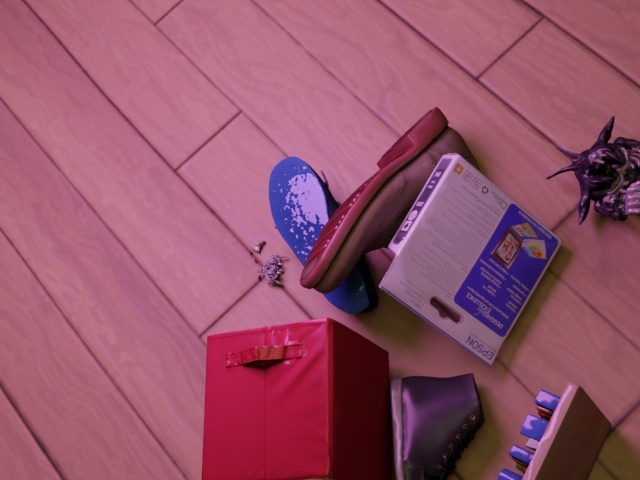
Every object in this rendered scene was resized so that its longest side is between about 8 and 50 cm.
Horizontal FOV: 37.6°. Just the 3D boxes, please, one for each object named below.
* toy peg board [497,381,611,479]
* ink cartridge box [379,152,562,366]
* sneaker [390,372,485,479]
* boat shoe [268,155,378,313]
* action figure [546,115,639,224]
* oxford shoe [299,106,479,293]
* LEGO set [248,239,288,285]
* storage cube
[{"bbox_3d":[0.269,0.259,1.147,0.079,0.160,0.161,19,75,38],"label":"toy peg board"},{"bbox_3d":[0.194,0.027,1.246,0.206,0.045,0.208,37,77,-20],"label":"ink cartridge box"},{"bbox_3d":[0.158,0.276,1.206,0.118,0.083,0.222,-10,66,12],"label":"sneaker"},{"bbox_3d":[0.000,0.000,1.363,0.109,0.089,0.258,-29,69,18],"label":"boat shoe"},{"bbox_3d":[0.439,-0.087,1.237,0.276,0.141,0.164,16,76,18],"label":"action figure"},{"bbox_3d":[0.106,-0.038,1.274,0.130,0.123,0.348,44,62,-4],"label":"oxford shoe"},{"bbox_3d":[-0.080,0.034,1.403,0.083,0.023,0.054,34,82,25],"label":"LEGO set"},{"bbox_3d":[-0.028,0.224,1.204,0.184,0.215,0.193,-11,67,25],"label":"storage cube"}]
